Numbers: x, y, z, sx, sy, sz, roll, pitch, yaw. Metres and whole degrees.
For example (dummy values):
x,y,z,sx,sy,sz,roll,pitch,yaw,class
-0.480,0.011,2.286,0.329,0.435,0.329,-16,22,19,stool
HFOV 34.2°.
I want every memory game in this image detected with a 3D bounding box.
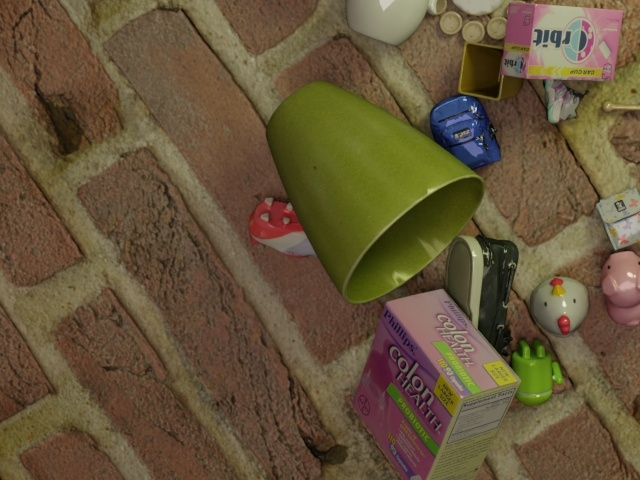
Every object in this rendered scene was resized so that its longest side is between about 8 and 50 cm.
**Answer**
x,y,z,sx,sy,sz,roll,pitch,yaw,class
0.249,-0.401,1.625,0.186,0.012,0.186,2,105,8,memory game

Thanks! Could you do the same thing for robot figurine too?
x,y,z,sx,sy,sz,roll,pitch,yaw,class
0.353,0.224,1.735,0.101,0.067,0.115,-6,103,-2,robot figurine

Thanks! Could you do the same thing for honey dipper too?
x,y,z,sx,sy,sz,roll,pitch,yaw,class
0.522,-0.206,1.625,0.161,0.030,0.030,2,104,12,honey dipper

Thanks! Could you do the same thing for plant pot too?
x,y,z,sx,sy,sz,roll,pitch,yaw,class
0.274,-0.263,1.614,0.082,0.083,0.081,20,110,41,plant pot
0.053,-0.099,1.608,0.275,0.275,0.293,-47,68,16,plant pot

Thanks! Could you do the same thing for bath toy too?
x,y,z,sx,sy,sz,roll,pitch,yaw,class
0.505,0.076,1.644,0.348,0.129,0.151,-14,102,12,bath toy

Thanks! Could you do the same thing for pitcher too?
x,y,z,sx,sy,sz,roll,pitch,yaw,class
0.142,-0.398,1.583,0.178,0.125,0.207,22,103,5,pitcher

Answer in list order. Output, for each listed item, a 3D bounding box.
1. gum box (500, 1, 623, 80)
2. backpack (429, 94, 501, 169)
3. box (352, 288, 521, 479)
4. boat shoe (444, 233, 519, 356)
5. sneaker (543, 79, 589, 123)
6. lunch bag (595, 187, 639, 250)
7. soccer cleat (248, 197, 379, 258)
x,y,z,sx,sy,sz,roll,pitch,yaw,class
0.367,-0.297,1.560,0.189,0.062,0.107,-4,106,-30,gum box
0.228,-0.170,1.641,0.098,0.101,0.120,-19,97,6,backpack
0.174,0.242,1.645,0.117,0.213,0.242,-10,135,-30,box
0.264,0.147,1.708,0.113,0.127,0.339,-6,110,-19,boat shoe
0.387,-0.236,1.634,0.069,0.038,0.098,-7,111,8,sneaker
0.485,-0.034,1.659,0.071,0.053,0.083,-20,91,12,lunch bag
0.000,0.000,1.739,0.248,0.083,0.095,17,143,-4,soccer cleat
